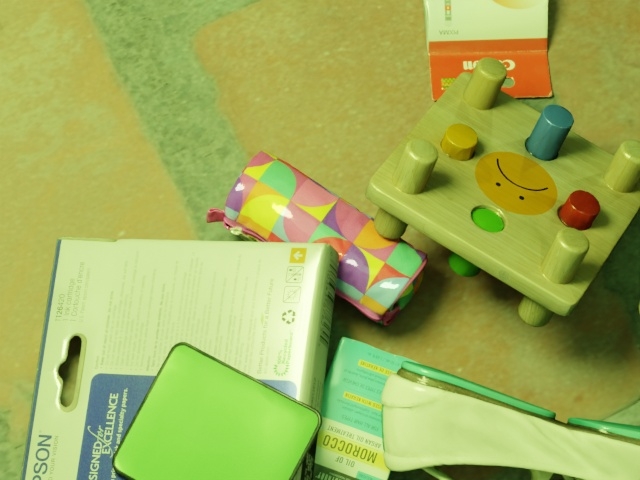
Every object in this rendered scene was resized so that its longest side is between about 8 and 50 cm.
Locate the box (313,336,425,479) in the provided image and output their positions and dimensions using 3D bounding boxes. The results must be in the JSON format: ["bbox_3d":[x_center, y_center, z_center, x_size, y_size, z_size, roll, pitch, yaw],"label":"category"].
[{"bbox_3d":[0.026,0.232,1.967,0.100,0.060,0.244,19,69,5],"label":"box"}]

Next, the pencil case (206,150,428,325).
[{"bbox_3d":[0.000,0.000,2.033,0.236,0.104,0.104,30,71,8],"label":"pencil case"}]

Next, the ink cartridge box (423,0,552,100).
[{"bbox_3d":[0.193,-0.253,2.172,0.145,0.045,0.179,-2,66,-3],"label":"ink cartridge box"}]

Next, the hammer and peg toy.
[{"bbox_3d":[0.256,-0.030,2.009,0.361,0.127,0.266,31,44,9],"label":"hammer and peg toy"}]

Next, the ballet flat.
[{"bbox_3d":[0.247,0.232,1.942,0.400,0.139,0.139,15,69,-9],"label":"ballet flat"}]

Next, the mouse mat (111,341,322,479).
[{"bbox_3d":[-0.106,0.203,1.888,0.190,0.007,0.152,25,83,25],"label":"mouse mat"}]

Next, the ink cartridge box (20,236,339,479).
[{"bbox_3d":[-0.147,0.148,1.960,0.307,0.072,0.303,1,73,21],"label":"ink cartridge box"}]
